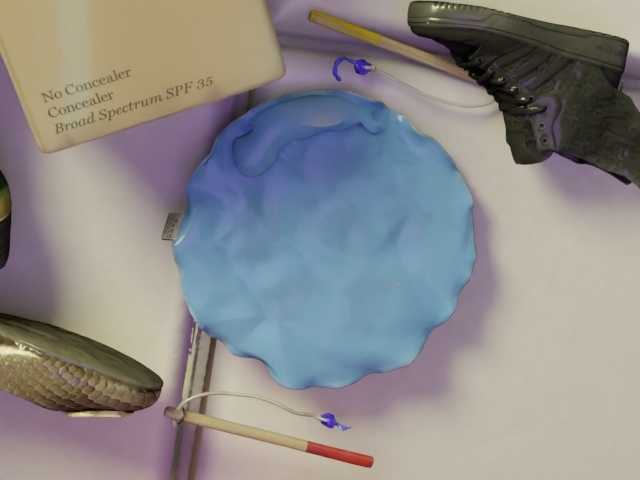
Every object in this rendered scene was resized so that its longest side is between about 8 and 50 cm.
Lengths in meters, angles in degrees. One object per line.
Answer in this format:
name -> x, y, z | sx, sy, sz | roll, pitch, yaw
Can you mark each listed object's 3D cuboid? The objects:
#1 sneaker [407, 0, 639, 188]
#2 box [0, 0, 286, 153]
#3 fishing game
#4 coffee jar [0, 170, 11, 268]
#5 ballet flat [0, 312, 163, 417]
sneaker -> 0.124, -0.085, 1.133 | 0.170, 0.051, 0.089 | 9, 96, -22
box -> -0.130, -0.216, 0.979 | 0.148, 0.121, 0.311 | -19, 126, 0
fishing game -> 0.000, 0.000, 1.164 | 0.189, 0.041, 0.264 | 14, 99, -16
coffee jar -> -0.227, -0.067, 1.079 | 0.096, 0.079, 0.184 | -7, 112, -6
ballet flat -> -0.217, 0.067, 1.128 | 0.250, 0.084, 0.058 | 15, 94, -9
